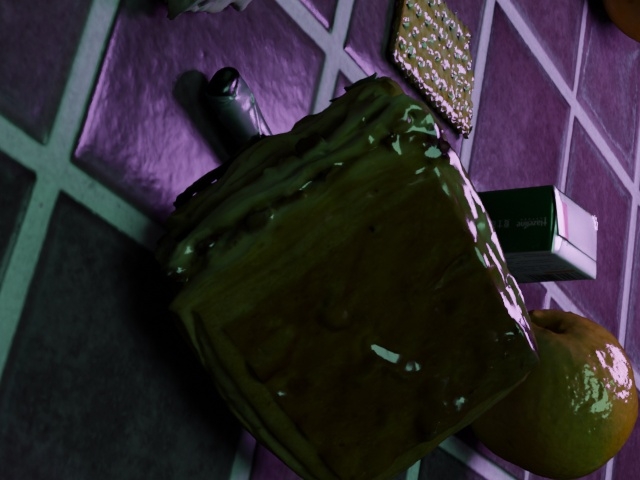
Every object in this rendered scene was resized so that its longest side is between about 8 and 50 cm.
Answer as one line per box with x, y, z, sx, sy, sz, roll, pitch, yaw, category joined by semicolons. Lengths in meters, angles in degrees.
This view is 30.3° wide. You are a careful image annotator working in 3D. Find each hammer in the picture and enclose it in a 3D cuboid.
0.001;0.000;1.176;0.427;0.044;0.152;60;42;-31;hammer

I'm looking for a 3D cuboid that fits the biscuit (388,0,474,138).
0.142;-0.229;1.434;0.203;0.016;0.144;34;59;-49;biscuit

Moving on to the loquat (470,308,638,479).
0.273;0.183;1.412;0.208;0.208;0.208;10;78;-56;loquat

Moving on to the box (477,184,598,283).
0.194;-0.001;1.321;0.135;0.199;0.081;26;62;-55;box

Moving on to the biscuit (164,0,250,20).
-0.058;-0.308;1.077;0.281;0.084;0.179;-40;120;-50;biscuit

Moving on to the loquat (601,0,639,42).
0.572;-0.452;1.914;0.275;0.275;0.275;10;78;-56;loquat

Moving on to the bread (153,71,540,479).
0.021;0.042;1.041;0.324;0.277;0.167;55;-1;-30;bread
